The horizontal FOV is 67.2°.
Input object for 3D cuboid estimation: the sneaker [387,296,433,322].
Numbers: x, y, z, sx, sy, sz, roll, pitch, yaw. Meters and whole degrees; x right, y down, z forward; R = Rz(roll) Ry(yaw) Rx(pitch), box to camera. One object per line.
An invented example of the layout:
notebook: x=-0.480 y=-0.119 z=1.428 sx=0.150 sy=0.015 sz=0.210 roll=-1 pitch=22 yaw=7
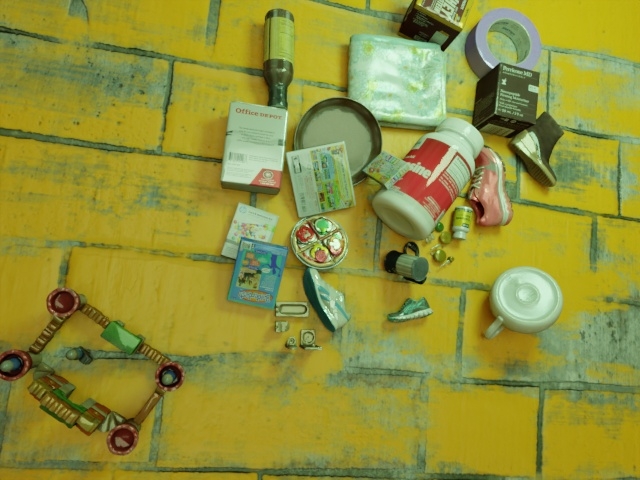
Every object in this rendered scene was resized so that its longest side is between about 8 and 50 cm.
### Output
sneaker: x=0.307 y=0.241 z=1.687 sx=0.166 sy=0.065 sz=0.076 roll=-9 pitch=68 yaw=-15

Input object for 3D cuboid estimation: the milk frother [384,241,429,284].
milk frother: x=0.320 y=0.067 z=1.664 sx=0.129 sy=0.135 sz=0.143 roll=32 pitch=80 yaw=-37

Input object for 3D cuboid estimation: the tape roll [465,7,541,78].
tape roll: x=0.705 y=-0.747 z=1.864 sx=0.275 sy=0.090 sz=0.274 roll=1 pitch=83 yaw=-12

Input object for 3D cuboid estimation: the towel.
towel: x=0.283 y=-0.575 z=1.761 sx=0.374 sy=0.090 sz=0.320 roll=3 pitch=82 yaw=-10

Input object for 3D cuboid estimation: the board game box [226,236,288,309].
board game box: x=-0.205 y=0.107 z=1.572 sx=0.160 sy=0.047 sz=0.210 roll=14 pitch=99 yaw=-10

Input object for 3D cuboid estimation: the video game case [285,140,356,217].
video game case: x=0.002 y=-0.209 z=1.652 sx=0.206 sy=0.026 sz=0.227 roll=-13 pitch=102 yaw=-7

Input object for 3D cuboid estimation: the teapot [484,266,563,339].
teapot: x=0.715 y=0.230 z=1.704 sx=0.256 sy=0.187 sz=0.252 roll=2 pitch=61 yaw=15

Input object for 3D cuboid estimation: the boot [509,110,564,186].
boot: x=0.869 y=-0.351 z=1.844 sx=0.207 sy=0.090 sz=0.248 roll=-38 pitch=88 yaw=-11

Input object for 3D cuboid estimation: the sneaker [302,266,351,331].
sneaker: x=0.018 y=0.189 z=1.625 sx=0.092 sy=0.087 sz=0.228 roll=-27 pitch=90 yaw=-29

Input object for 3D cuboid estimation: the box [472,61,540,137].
box: x=0.686 y=-0.515 z=1.790 sx=0.168 sy=0.167 sz=0.203 roll=10 pitch=81 yaw=-9

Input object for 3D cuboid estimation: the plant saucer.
plant saucer: x=0.060 y=-0.337 z=1.675 sx=0.311 sy=0.050 sz=0.310 roll=-2 pitch=100 yaw=-10

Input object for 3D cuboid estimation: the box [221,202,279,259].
box: x=-0.235 y=-0.016 z=1.618 sx=0.145 sy=0.038 sz=0.186 roll=19 pitch=79 yaw=-9

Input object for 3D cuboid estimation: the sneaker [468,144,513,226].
sneaker: x=0.601 y=-0.198 z=1.762 sx=0.136 sy=0.116 sz=0.313 roll=-12 pitch=86 yaw=-11

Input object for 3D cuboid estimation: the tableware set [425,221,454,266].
tableware set: x=0.438 y=0.014 z=1.753 sx=0.104 sy=0.024 sz=0.154 roll=-27 pitch=88 yaw=-16

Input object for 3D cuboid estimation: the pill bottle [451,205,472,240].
pill bottle: x=0.513 y=-0.062 z=1.754 sx=0.065 sy=0.065 sz=0.116 roll=12 pitch=81 yaw=-9

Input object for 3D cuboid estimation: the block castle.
block castle: x=-0.654 y=0.376 z=1.399 sx=0.453 sy=0.213 sz=0.303 roll=37 pitch=78 yaw=-5

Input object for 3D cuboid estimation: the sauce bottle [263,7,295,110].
sauce bottle: x=-0.147 y=-0.619 z=1.674 sx=0.111 sy=0.111 sz=0.344 roll=3 pitch=84 yaw=-10

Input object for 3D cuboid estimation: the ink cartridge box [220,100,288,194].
ink cartridge box: x=-0.220 y=-0.306 z=1.617 sx=0.197 sy=0.114 sz=0.272 roll=7 pitch=83 yaw=-9

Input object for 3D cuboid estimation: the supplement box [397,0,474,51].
supplement box: x=0.416 y=-0.816 z=1.762 sx=0.191 sy=0.194 sz=0.129 roll=24 pitch=79 yaw=-7

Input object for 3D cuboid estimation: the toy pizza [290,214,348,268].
toy pizza: x=0.000 y=0.000 z=1.637 sx=0.201 sy=0.032 sz=0.201 roll=5 pitch=66 yaw=-11

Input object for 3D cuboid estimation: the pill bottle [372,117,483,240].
pill bottle: x=0.381 y=-0.219 z=1.664 sx=0.229 sy=0.229 sz=0.407 roll=39 pitch=77 yaw=-4

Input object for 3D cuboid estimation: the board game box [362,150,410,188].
board game box: x=0.219 y=-0.239 z=1.619 sx=0.103 sy=0.154 sz=0.026 roll=-43 pitch=125 yaw=-1

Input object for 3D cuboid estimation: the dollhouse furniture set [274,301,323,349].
dollhouse furniture set: x=-0.073 y=0.276 z=1.568 sx=0.144 sy=0.123 sz=0.151 roll=2 pitch=83 yaw=-11
